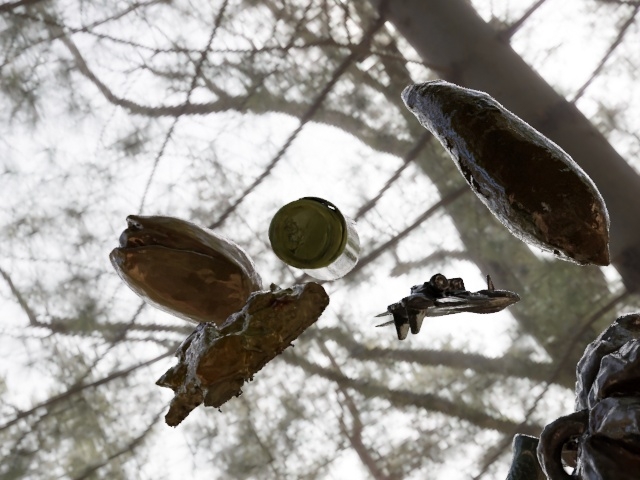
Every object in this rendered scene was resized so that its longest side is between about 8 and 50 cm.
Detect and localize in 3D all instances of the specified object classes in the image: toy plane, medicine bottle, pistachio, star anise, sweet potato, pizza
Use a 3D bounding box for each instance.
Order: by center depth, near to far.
[{"bbox_3d":[0.325,0.202,1.100,0.139,0.316,0.359,16,-27,-8],"label":"star anise"},{"bbox_3d":[-0.124,0.141,1.351,0.223,0.089,0.323,-44,8,-37],"label":"pizza"},{"bbox_3d":[0.245,-0.115,1.408,0.130,0.423,0.130,-30,-33,-23],"label":"sweet potato"},{"bbox_3d":[0.000,0.000,1.651,0.124,0.124,0.239,-35,-10,4],"label":"medicine bottle"},{"bbox_3d":[0.234,0.097,1.744,0.267,0.088,0.212,-12,-11,-30],"label":"toy plane"},{"bbox_3d":[-0.218,0.061,1.752,0.293,0.162,0.181,25,-34,-20],"label":"pistachio"}]

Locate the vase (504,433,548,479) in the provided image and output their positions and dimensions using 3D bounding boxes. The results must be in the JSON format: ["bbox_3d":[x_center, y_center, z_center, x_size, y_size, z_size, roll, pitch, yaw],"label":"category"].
[{"bbox_3d":[0.312,0.419,1.606,0.096,0.096,0.219,36,-110,-57],"label":"vase"}]
